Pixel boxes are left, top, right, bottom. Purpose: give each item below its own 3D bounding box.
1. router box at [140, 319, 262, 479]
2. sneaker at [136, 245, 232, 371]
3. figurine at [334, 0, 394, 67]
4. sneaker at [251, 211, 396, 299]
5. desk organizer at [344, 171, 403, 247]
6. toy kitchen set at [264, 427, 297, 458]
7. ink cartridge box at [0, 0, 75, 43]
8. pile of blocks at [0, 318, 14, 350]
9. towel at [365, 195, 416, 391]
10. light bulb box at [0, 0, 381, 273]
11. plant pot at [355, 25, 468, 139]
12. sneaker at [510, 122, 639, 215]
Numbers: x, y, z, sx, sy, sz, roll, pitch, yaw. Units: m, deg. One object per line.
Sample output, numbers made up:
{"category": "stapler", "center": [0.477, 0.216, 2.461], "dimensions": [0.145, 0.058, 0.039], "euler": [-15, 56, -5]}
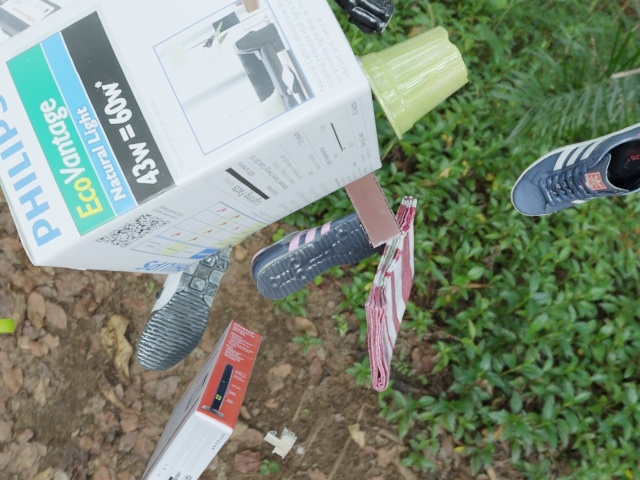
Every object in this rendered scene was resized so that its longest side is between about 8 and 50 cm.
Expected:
{"category": "router box", "center": [-0.263, 0.384, 1.202], "dimensions": [0.082, 0.335, 0.301], "euler": [31, 25, -9]}
{"category": "sneaker", "center": [-0.307, 0.134, 1.260], "dimensions": [0.122, 0.146, 0.331], "euler": [32, 78, -20]}
{"category": "figurine", "center": [0.010, -0.445, 1.158], "dimensions": [0.209, 0.215, 0.092], "euler": [24, 29, -15]}
{"category": "sneaker", "center": [0.000, 0.000, 1.163], "dimensions": [0.319, 0.112, 0.131], "euler": [-23, 31, -8]}
{"category": "desk organizer", "center": [0.075, -0.056, 0.863], "dimensions": [0.050, 0.047, 0.130], "euler": [-26, 90, -1]}
{"category": "toy kitchen set", "center": [-0.097, 0.492, 1.426], "dimensions": [0.068, 0.083, 0.075], "euler": [30, 35, 2]}
{"category": "ink cartridge box", "center": [-0.507, -0.408, 0.982], "dimensions": [0.223, 0.307, 0.129], "euler": [53, 7, -15]}
{"category": "pile of blocks", "center": [-0.556, 0.073, 0.871], "dimensions": [0.362, 0.149, 0.112], "euler": [61, 17, 16]}
{"category": "towel", "center": [0.150, 0.096, 1.100], "dimensions": [0.037, 0.237, 0.329], "euler": [7, 42, 17]}
{"category": "light bulb box", "center": [-0.135, -0.137, 0.686], "dimensions": [0.225, 0.361, 0.358], "euler": [64, 5, 8]}
{"category": "plant pot", "center": [0.273, -0.472, 1.608], "dimensions": [0.276, 0.253, 0.276], "euler": [58, 12, -20]}
{"category": "sneaker", "center": [0.542, -0.130, 1.128], "dimensions": [0.131, 0.350, 0.148], "euler": [55, 39, -8]}
